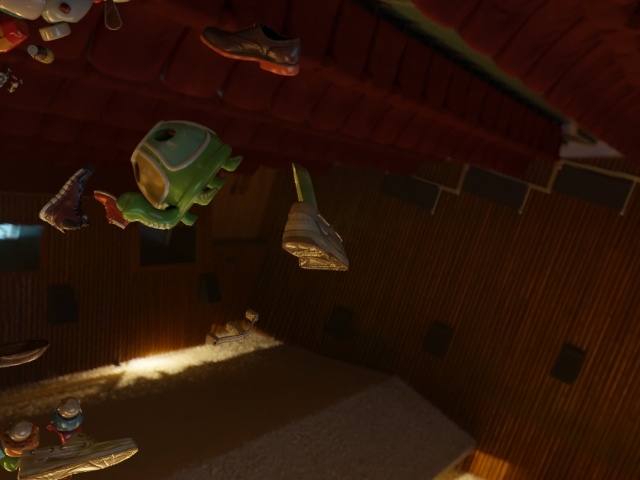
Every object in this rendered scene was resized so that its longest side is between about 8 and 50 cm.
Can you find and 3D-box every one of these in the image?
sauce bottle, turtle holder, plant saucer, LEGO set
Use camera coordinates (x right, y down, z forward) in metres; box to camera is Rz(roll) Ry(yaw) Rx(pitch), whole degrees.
[{"bbox_3d":[-0.743,-0.497,1.606,0.042,0.042,0.128,15,-175,-12],"label":"sauce bottle"},{"bbox_3d":[-0.384,-0.166,1.586,0.227,0.320,0.243,38,173,-11],"label":"turtle holder"},{"bbox_3d":[-0.031,-0.090,1.586,0.037,0.241,0.241,-12,-165,-4],"label":"plant saucer"},{"bbox_3d":[-0.534,-0.269,1.022,0.023,0.054,0.083,50,-158,9],"label":"LEGO set"},{"bbox_3d":[-0.843,0.310,1.652,0.198,0.036,0.198,-6,-177,0],"label":"plant saucer"}]

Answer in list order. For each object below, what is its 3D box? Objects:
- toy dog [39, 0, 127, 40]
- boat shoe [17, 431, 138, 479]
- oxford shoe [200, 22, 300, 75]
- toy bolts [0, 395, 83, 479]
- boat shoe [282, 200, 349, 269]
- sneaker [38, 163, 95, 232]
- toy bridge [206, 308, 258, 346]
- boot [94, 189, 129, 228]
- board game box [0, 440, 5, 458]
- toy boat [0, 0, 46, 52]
[{"bbox_3d":[-0.670,-0.698,1.741,0.161,0.334,0.220,18,152,37],"label":"toy dog"},{"bbox_3d":[-0.595,0.516,1.489,0.277,0.098,0.096,-9,-123,-17],"label":"boat shoe"},{"bbox_3d":[-0.168,-0.491,1.484,0.271,0.098,0.097,20,-148,11],"label":"oxford shoe"},{"bbox_3d":[-0.751,0.553,1.704,0.218,0.158,0.228,33,-144,11],"label":"toy bolts"},{"bbox_3d":[0.000,0.000,1.432,0.121,0.110,0.341,1,166,11],"label":"boat shoe"},{"bbox_3d":[-0.907,-0.144,2.282,0.162,0.281,0.106,43,-173,-8],"label":"sneaker"},{"bbox_3d":[-0.231,0.247,1.666,0.063,0.026,0.188,27,-150,23],"label":"toy bridge"},{"bbox_3d":[-0.682,-0.103,1.970,0.158,0.085,0.059,31,169,3],"label":"boot"},{"bbox_3d":[-0.930,0.390,1.530,0.079,0.336,0.254,-26,-131,-23],"label":"board game box"},{"bbox_3d":[-0.732,-0.544,1.342,0.148,0.318,0.267,-21,161,15],"label":"toy boat"}]
